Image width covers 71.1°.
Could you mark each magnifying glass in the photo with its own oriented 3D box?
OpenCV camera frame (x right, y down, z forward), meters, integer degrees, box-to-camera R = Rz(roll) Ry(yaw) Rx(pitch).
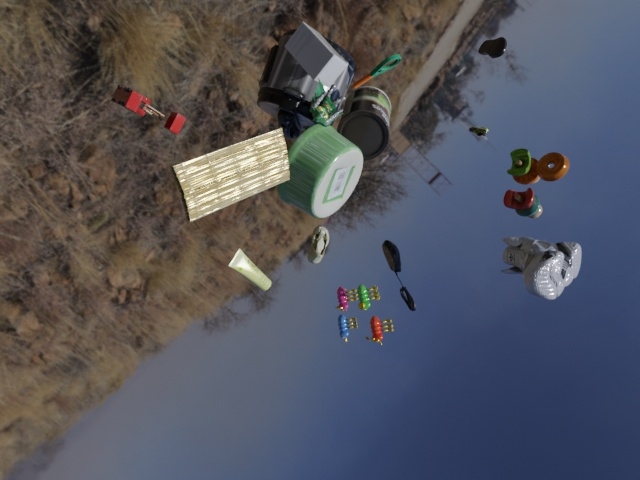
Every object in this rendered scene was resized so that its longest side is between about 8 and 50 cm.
[{"bbox_3d":[0.237,-0.713,1.893,0.231,0.026,0.092,-23,179,32],"label":"magnifying glass"}]

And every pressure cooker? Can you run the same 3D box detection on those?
[{"bbox_3d":[-0.079,-0.655,1.980,0.375,0.369,0.421,24,-87,44],"label":"pressure cooker"}]

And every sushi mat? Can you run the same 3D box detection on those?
[{"bbox_3d":[-0.209,-0.169,1.120,0.316,0.151,0.019,-29,-142,-32],"label":"sushi mat"}]

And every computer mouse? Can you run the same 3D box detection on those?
[{"bbox_3d":[0.259,0.109,1.426,0.041,0.242,0.071,-21,179,-12],"label":"computer mouse"}]

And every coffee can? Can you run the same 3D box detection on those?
[{"bbox_3d":[0.177,-0.472,1.785,0.201,0.201,0.275,-43,-160,34],"label":"coffee can"}]

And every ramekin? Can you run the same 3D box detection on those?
[{"bbox_3d":[0.008,-0.222,1.501,0.303,0.148,0.303,-43,154,-27],"label":"ramekin"}]

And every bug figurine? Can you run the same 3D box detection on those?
[{"bbox_3d":[0.130,0.265,1.604,0.072,0.216,0.279,-10,179,-35],"label":"bug figurine"}]

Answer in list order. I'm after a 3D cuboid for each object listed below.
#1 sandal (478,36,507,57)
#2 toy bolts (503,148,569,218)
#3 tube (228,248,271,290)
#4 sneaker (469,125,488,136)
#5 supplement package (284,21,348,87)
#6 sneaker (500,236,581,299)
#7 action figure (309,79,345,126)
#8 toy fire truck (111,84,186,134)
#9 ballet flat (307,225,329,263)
[{"bbox_3d":[0.587,-0.643,1.504,0.067,0.040,0.179,-56,-164,20],"label":"sandal"},{"bbox_3d":[0.766,-0.189,1.573,0.218,0.158,0.229,8,-102,49],"label":"toy bolts"},{"bbox_3d":[-0.313,0.141,2.007,0.062,0.240,0.070,-30,-141,14],"label":"tube"},{"bbox_3d":[0.652,-0.452,1.858,0.083,0.031,0.035,19,-99,44],"label":"sneaker"},{"bbox_3d":[-0.014,-0.622,1.504,0.105,0.179,0.105,-45,161,24],"label":"supplement package"},{"bbox_3d":[0.637,0.076,1.363,0.210,0.137,0.365,8,-164,43],"label":"sneaker"},{"bbox_3d":[0.018,-0.408,1.366,0.063,0.137,0.232,-32,-159,34],"label":"action figure"},{"bbox_3d":[-0.433,-0.328,1.122,0.192,0.135,0.047,29,-88,47],"label":"toy fire truck"},{"bbox_3d":[0.000,0.000,2.033,0.086,0.086,0.248,-43,-156,39],"label":"ballet flat"}]
